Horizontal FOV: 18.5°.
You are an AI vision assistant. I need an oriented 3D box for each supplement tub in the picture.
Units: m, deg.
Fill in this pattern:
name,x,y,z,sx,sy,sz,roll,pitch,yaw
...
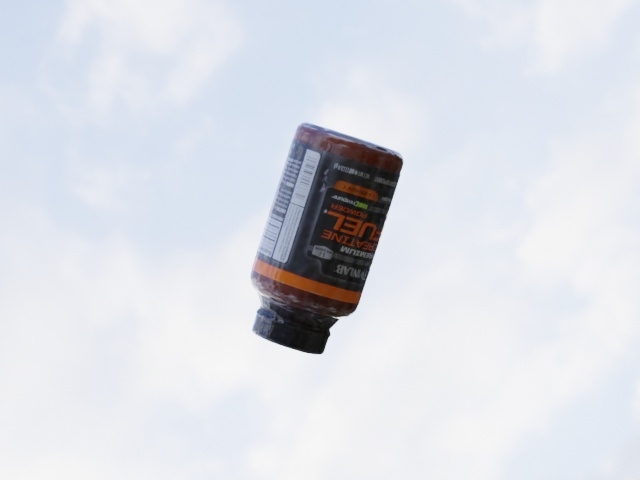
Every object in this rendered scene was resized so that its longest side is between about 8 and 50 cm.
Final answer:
name,x,y,z,sx,sy,sz,roll,pitch,yaw
supplement tub,0.000,0.000,1.773,0.106,0.106,0.198,13,-84,-47
